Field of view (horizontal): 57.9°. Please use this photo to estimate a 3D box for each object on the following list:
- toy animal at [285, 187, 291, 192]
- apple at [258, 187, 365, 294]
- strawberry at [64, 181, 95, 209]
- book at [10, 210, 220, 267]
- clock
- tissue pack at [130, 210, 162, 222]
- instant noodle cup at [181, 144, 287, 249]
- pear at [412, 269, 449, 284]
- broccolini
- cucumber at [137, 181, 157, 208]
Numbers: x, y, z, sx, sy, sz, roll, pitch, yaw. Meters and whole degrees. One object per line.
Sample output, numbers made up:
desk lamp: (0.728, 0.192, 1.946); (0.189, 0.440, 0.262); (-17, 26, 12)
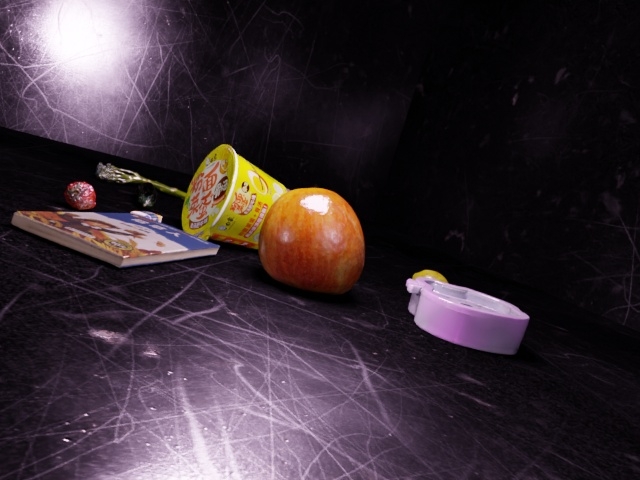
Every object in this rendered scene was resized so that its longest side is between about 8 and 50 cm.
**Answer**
toy animal: (-0.201, -0.146, 2.464); (0.359, 0.188, 0.227); (10, 16, -46)
apple: (-0.018, -0.007, 1.523); (0.302, 0.301, 0.301); (17, 7, -2)
strawberry: (-0.680, -0.122, 1.652); (0.083, 0.083, 0.096); (18, -25, 4)
book: (-0.471, -0.011, 1.412); (0.300, 0.039, 0.428); (19, 8, 15)
clock: (0.379, 0.197, 1.561); (0.339, 0.102, 0.338); (16, 7, -2)
tissue pack: (-0.511, -0.061, 1.689); (0.062, 0.042, 0.083); (16, 7, 14)
instant noodle cup: (-0.258, -0.111, 1.790); (0.222, 0.311, 0.311); (24, 2, -34)
pear: (0.344, 0.147, 1.810); (0.132, 0.107, 0.107); (17, 6, 26)
broccolini: (-0.752, -0.234, 2.446); (0.392, 0.078, 0.074); (21, -7, -32)
cucumber: (-0.621, -0.159, 2.078); (0.072, 0.072, 0.300); (14, 9, -21)
